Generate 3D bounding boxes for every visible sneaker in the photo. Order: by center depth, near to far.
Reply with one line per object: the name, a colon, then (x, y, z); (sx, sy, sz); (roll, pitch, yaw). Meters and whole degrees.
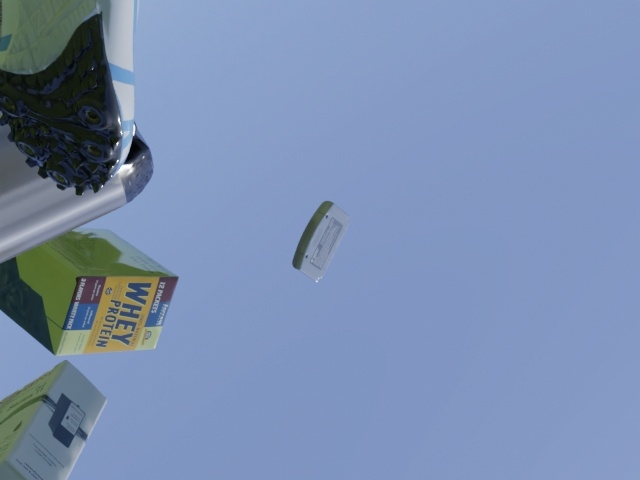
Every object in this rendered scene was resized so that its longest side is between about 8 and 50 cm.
sneaker: (-0.123, -0.127, 0.504); (0.085, 0.237, 0.086); (18, -140, 14)

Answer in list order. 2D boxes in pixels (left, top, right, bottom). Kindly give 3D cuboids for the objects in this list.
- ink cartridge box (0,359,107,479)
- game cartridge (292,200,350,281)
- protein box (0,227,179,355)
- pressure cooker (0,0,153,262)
ink cartridge box: (-0.378, 0.265, 1.242); (0.153, 0.087, 0.208); (-31, -161, 21)
game cartridge: (0.000, 0.000, 1.081); (0.017, 0.056, 0.083); (23, -99, 31)
protein box: (-0.379, 0.076, 1.579); (0.200, 0.201, 0.136); (30, -74, 35)
pressure cooker: (-0.420, -0.131, 0.958); (0.420, 0.375, 0.370); (-27, -118, -13)
